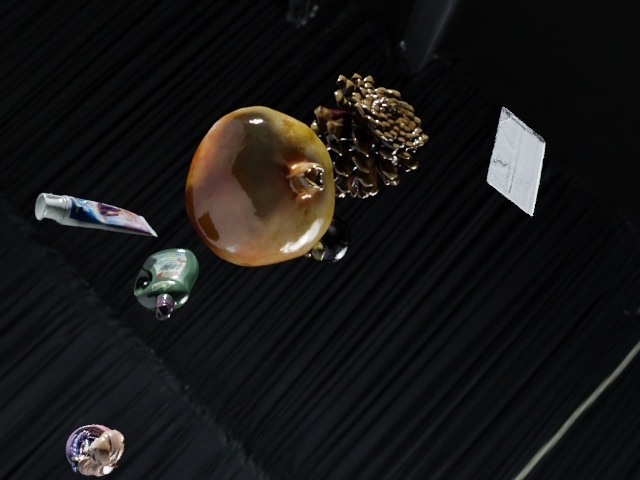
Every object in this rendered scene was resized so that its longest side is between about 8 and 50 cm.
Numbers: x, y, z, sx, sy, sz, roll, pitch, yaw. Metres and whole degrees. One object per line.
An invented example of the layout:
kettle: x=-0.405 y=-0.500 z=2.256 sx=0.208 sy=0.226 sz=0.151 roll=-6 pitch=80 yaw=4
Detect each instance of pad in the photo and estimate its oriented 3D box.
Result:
pad: x=0.456 y=-0.184 z=1.580 sx=0.156 sy=0.232 sz=0.004 roll=32 pitch=-31 yaw=-23

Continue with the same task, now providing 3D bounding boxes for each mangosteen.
mangosteen: x=0.000 y=0.000 z=1.729 sx=0.137 sy=0.151 sz=0.137 roll=29 pitch=-53 yaw=46

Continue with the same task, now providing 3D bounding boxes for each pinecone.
pinecone: x=0.107 y=-0.289 z=2.075 sx=0.384 sy=0.384 sz=0.384 roll=43 pitch=-14 yaw=13

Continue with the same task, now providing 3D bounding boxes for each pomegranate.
pomegranate: x=-0.083 y=-0.084 z=1.078 sx=0.228 sy=0.252 sz=0.270 roll=10 pitch=-15 yaw=-31

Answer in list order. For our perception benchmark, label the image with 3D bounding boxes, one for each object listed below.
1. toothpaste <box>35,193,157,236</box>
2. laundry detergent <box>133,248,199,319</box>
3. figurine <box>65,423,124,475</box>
toothpaste: x=-0.494 y=-0.054 z=1.521 sx=0.266 sy=0.061 sz=0.096 roll=12 pitch=24 yaw=-44
laundry detergent: x=-0.353 y=0.106 z=1.537 sx=0.222 sy=0.144 sz=0.078 roll=-91 pitch=171 yaw=-58
figurine: x=-0.505 y=0.490 z=1.581 sx=0.157 sy=0.126 sz=0.114 roll=-7 pitch=-80 yaw=38
